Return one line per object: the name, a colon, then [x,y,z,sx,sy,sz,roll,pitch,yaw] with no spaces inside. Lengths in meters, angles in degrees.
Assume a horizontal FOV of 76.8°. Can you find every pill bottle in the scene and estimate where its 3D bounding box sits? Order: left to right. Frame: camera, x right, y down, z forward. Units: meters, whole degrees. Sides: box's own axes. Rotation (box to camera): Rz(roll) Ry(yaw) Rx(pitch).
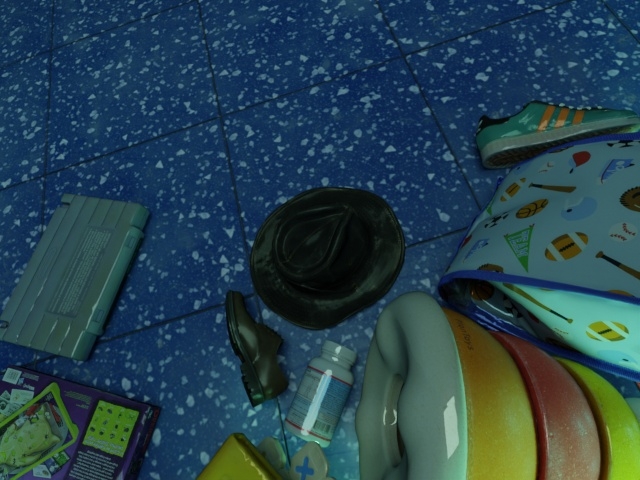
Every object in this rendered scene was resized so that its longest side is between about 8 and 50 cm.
pill bottle: [0.006,0.261,0.703,0.087,0.087,0.160,20,71,18]

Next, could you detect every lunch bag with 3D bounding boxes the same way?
lunch bag: [0.420,0.012,0.631,0.385,0.239,0.328,12,55,47]

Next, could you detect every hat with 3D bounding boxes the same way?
hat: [0.000,0.000,0.795,0.330,0.134,0.332,-4,65,9]

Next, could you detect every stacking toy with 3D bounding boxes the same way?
stacking toy: [0.306,0.273,0.562,0.478,0.351,0.351,8,67,-3]

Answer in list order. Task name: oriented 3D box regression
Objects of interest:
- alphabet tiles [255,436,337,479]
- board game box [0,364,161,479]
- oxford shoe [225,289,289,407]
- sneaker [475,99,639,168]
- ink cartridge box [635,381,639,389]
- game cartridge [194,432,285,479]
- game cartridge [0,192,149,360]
alphabet tiles: [-0.057,0.455,0.598,0.278,0.021,0.284,-49,48,10]
board game box: [-0.496,0.380,0.767,0.346,0.056,0.209,9,65,14]
oxford shoe: [-0.123,0.190,0.773,0.096,0.083,0.227,-17,63,-19]
sneaker: [0.475,-0.237,0.824,0.301,0.108,0.121,-8,70,8]
ink cartridge box: [0.623,0.164,0.649,0.238,0.060,0.276,-16,65,2]
game cartridge: [-0.121,0.476,0.508,0.285,0.053,0.324,35,79,26]
game cartridge: [-0.545,0.070,0.906,0.229,0.068,0.356,10,69,10]
